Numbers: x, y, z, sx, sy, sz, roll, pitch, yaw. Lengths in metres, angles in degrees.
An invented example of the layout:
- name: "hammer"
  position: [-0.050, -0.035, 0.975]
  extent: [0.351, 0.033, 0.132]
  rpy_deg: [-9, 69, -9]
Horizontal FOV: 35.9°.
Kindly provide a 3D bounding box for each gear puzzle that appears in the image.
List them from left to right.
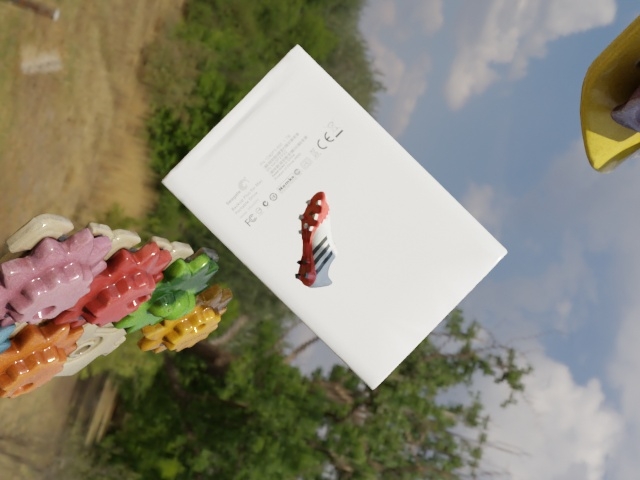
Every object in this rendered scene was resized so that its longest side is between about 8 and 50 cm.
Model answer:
- name: "gear puzzle"
  position: [-0.152, 0.066, 0.690]
  extent: [0.175, 0.044, 0.339]
  rpy_deg: [-38, 165, 11]

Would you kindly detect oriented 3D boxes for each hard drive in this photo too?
- name: "hard drive"
  position: [0.015, -0.024, 1.037]
  extent: [0.203, 0.307, 0.040]
  rpy_deg: [-45, -179, -2]

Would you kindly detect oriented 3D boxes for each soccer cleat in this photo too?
- name: "soccer cleat"
  position: [0.000, 0.000, 0.850]
  extent: [0.029, 0.036, 0.083]
  rpy_deg: [-1, -99, 52]

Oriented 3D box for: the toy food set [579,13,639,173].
- name: "toy food set"
  position: [0.177, -0.050, 0.336]
  extent: [0.218, 0.128, 0.071]
  rpy_deg: [124, -31, -65]
